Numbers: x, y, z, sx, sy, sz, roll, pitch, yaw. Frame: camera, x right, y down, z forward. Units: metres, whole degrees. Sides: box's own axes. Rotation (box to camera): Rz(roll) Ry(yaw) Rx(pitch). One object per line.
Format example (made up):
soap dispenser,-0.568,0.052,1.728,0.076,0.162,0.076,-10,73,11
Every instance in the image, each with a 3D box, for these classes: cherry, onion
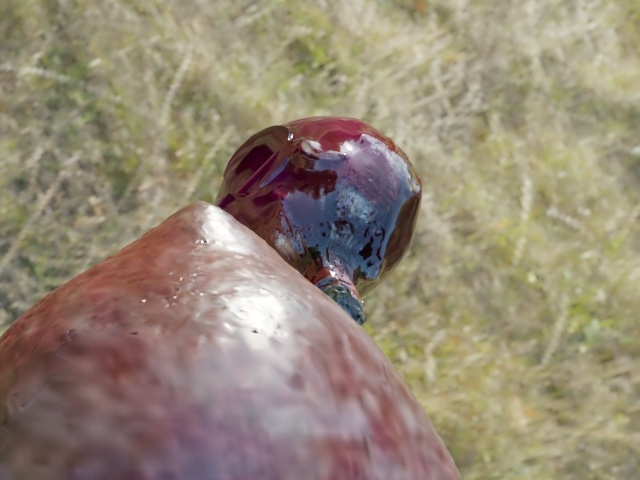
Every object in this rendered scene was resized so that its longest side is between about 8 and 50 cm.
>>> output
cherry,-0.049,0.135,0.598,0.203,0.230,0.300,9,79,-84
onion,-0.009,-0.012,1.174,0.135,0.173,0.198,51,11,-20
